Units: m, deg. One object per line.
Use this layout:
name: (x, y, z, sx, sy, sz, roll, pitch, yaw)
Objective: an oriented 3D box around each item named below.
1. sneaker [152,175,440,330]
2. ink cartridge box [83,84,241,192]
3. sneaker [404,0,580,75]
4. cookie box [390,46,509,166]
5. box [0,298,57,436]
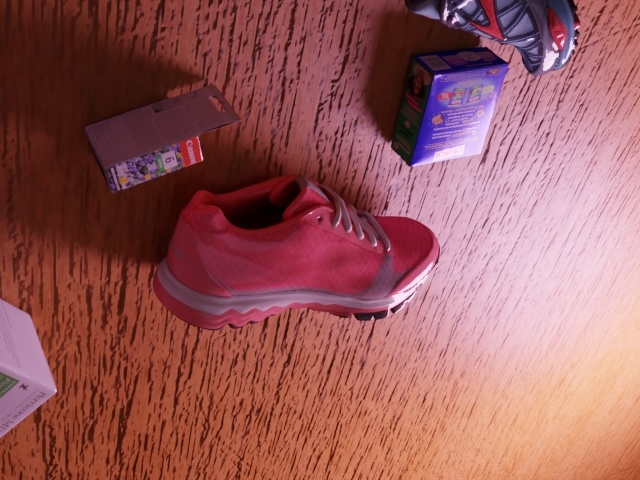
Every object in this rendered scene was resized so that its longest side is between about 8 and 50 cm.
sneaker: (0.000, 0.000, 0.791, 0.314, 0.116, 0.136, -7, 131, -30)
ink cartridge box: (-0.126, -0.084, 0.659, 0.115, 0.063, 0.029, -22, 137, -16)
sneaker: (0.133, -0.228, 0.696, 0.125, 0.104, 0.262, -26, 138, 16)
cookie box: (0.126, -0.132, 0.806, 0.092, 0.040, 0.107, -12, 135, -26)
box: (-0.303, 0.111, 0.696, 0.101, 0.102, 0.087, -39, 142, 3)
